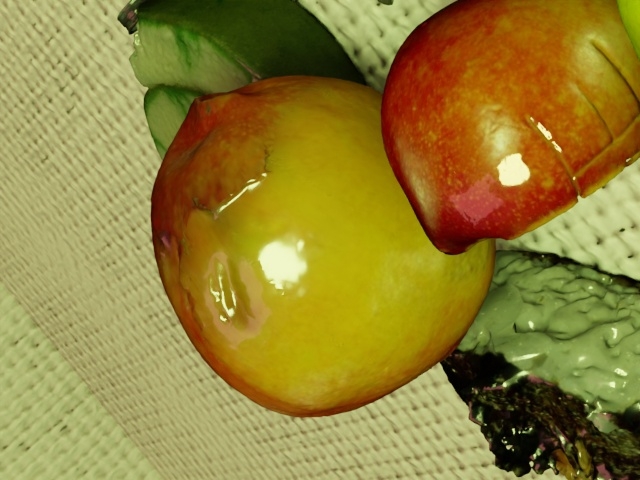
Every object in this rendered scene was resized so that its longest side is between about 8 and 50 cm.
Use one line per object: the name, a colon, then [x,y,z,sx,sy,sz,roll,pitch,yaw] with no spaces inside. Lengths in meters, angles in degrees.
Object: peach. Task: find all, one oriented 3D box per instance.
peach: [-0.001,-0.001,1.521,0.290,0.373,0.372,25,145,52]
peach: [0.170,-0.107,1.360,0.245,0.275,0.248,35,144,15]

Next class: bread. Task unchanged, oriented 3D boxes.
bread: [-0.087,-0.138,1.818,0.382,0.129,0.366,51,151,-5]

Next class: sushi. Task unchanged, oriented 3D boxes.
sushi: [0.258,0.152,1.612,0.349,0.234,0.207,24,145,43]

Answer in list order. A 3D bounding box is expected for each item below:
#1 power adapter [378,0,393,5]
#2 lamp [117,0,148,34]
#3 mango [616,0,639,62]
power adapter: [0.067,-0.314,1.392,0.125,0.130,0.205,27,146,33]
lamp: [-0.204,-0.373,1.747,0.108,0.130,0.371,42,162,2]
mango: [0.335,-0.163,1.175,0.185,0.149,0.273,-14,110,27]
